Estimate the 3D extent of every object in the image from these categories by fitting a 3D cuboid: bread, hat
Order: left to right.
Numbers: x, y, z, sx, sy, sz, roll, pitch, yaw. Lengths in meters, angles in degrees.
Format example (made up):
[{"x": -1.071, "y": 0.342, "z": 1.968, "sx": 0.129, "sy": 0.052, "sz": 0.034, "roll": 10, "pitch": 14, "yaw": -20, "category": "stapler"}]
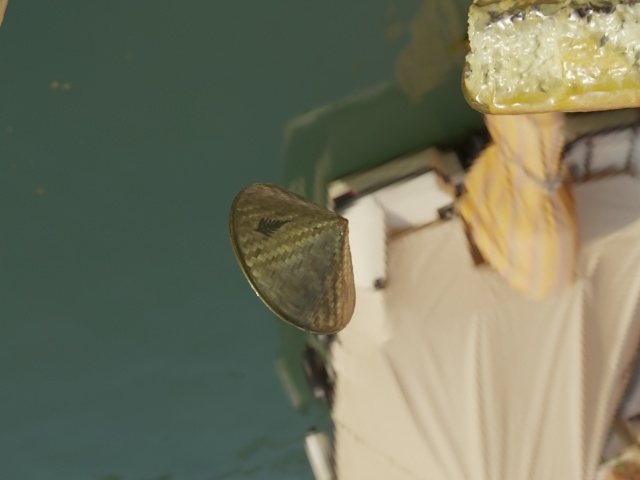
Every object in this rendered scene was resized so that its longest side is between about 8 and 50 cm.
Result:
[{"x": 0.000, "y": 0.000, "z": 1.173, "sx": 0.067, "sy": 0.146, "sz": 0.146, "roll": -35, "pitch": 148, "yaw": 32, "category": "hat"}, {"x": 0.243, "y": -0.189, "z": 1.277, "sx": 0.246, "sy": 0.174, "sz": 0.121, "roll": -6, "pitch": 116, "yaw": 21, "category": "bread"}]

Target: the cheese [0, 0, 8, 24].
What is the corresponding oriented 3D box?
[{"x": -0.158, "y": -0.208, "z": 0.392, "sx": 0.384, "sy": 0.104, "sz": 0.384, "roll": -25, "pitch": 124, "yaw": -45, "category": "cheese"}]
